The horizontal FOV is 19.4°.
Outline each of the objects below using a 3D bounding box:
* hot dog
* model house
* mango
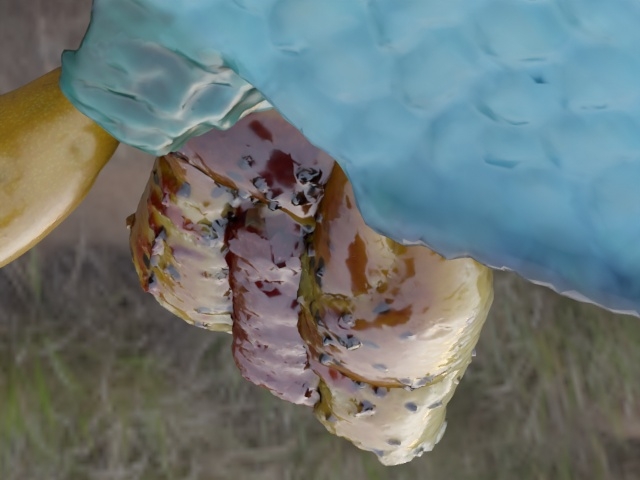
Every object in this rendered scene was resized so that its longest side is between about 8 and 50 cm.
[{"bbox_3d":[0.000,0.000,1.656,0.367,0.196,0.365,39,146,10],"label":"hot dog"},{"bbox_3d":[0.102,-0.079,0.581,0.241,0.261,0.226,42,136,0],"label":"model house"},{"bbox_3d":[-0.334,-0.048,1.720,0.359,0.187,0.144,-17,137,32],"label":"mango"}]
